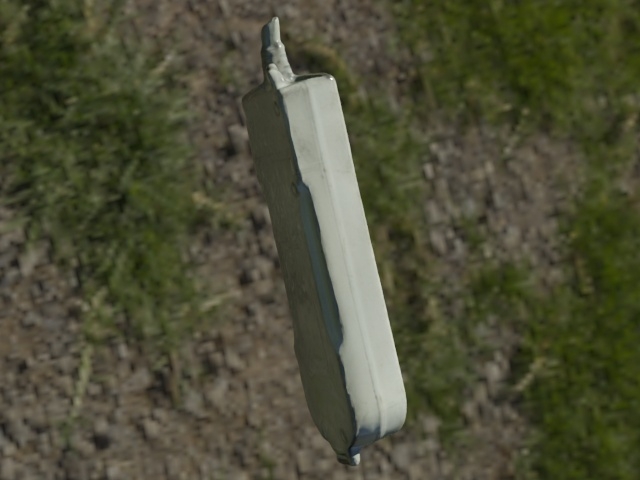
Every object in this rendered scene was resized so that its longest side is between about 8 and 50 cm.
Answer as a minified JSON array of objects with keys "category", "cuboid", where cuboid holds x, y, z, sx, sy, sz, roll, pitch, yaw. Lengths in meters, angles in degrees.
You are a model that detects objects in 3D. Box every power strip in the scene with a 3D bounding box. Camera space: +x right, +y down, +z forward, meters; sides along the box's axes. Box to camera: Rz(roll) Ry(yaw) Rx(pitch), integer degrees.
[{"category":"power strip","cuboid":[0.000,0.000,0.734,0.030,0.047,0.191,-13,93,-23]}]
